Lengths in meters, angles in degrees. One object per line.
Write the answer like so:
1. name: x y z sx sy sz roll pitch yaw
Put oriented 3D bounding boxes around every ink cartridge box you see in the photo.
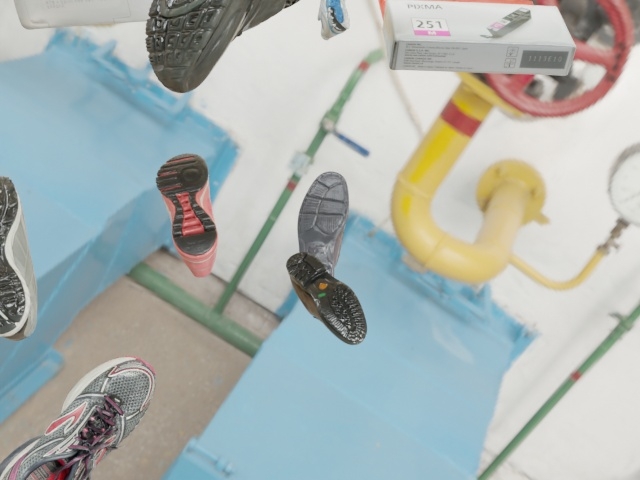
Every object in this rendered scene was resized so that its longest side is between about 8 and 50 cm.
1. ink cartridge box: 0.235 -0.347 1.424 0.274 0.060 0.239 1 43 -5

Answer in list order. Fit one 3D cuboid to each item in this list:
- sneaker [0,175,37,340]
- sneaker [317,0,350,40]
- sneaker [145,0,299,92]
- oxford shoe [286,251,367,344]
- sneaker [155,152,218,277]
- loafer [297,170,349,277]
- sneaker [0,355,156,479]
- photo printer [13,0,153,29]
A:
1. sneaker: -0.485 0.028 1.372 0.100 0.108 0.272 -13 68 -2
2. sneaker: 0.021 -0.553 2.122 0.071 0.083 0.191 18 62 -29
3. sneaker: -0.072 -0.264 0.926 0.109 0.286 0.130 16 -17 39
4. oxford shoe: 0.018 0.124 1.740 0.082 0.096 0.227 -26 53 -17
5. sneaker: -0.288 -0.052 1.972 0.115 0.136 0.314 -8 52 -7
6. loafer: 0.000 0.000 2.015 0.109 0.303 0.095 8 -10 3
7. sneaker: -0.354 0.302 1.363 0.121 0.112 0.299 49 67 -19
8. photo printer: -0.365 -0.480 1.357 0.255 0.308 0.107 -2 31 12
